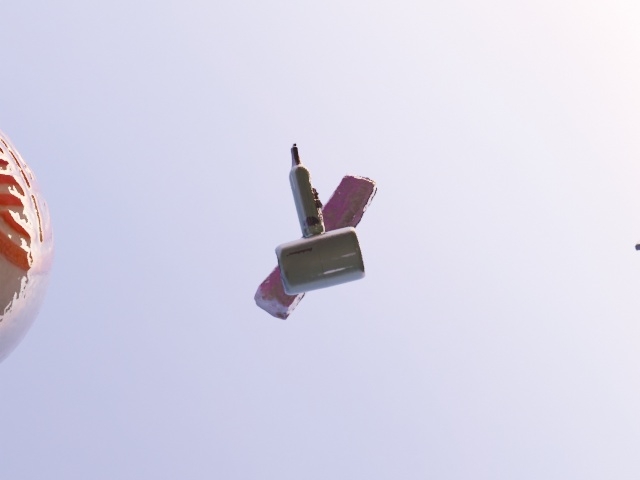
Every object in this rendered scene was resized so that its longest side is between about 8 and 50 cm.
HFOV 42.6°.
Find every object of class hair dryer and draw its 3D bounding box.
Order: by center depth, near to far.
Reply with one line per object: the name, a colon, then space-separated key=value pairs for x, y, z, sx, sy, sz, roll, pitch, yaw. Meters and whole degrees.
hair dryer: x=-0.011 y=-0.027 z=0.721 sx=0.047 sy=0.071 sz=0.150 roll=83 pitch=174 yaw=-62

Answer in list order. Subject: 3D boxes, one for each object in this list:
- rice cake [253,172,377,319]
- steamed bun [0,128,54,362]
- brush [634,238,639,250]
rice cake: x=0.000 y=0.000 z=0.856 sx=0.047 sy=0.036 sz=0.207 roll=33 pitch=-126 yaw=7
steamed bun: x=-0.325 y=-0.020 z=0.668 sx=0.283 sy=0.177 sz=0.283 roll=61 pitch=-178 yaw=-4
brush: x=0.407 y=-0.034 z=0.910 sx=0.043 sy=0.036 sz=0.248 roll=28 pitch=-147 yaw=27
